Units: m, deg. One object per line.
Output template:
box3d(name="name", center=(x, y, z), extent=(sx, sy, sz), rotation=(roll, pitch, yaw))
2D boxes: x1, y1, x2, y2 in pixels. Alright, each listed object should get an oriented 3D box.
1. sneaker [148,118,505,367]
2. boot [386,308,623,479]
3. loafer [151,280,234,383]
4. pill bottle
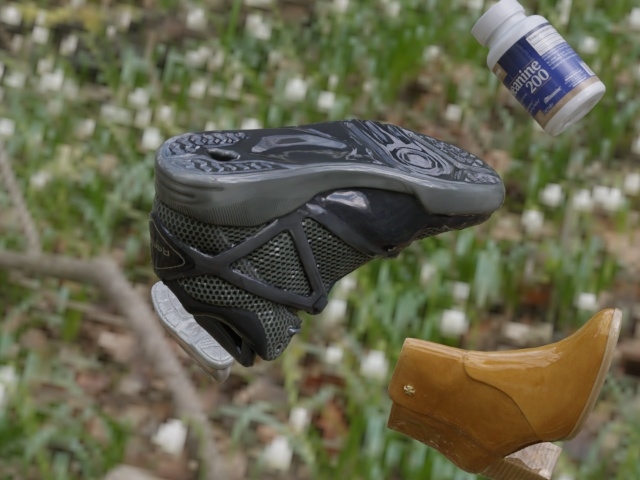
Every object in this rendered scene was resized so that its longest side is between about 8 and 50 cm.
box3d(name="sneaker", center=(0.000, 0.000, 1.155), extent=(0.227, 0.130, 0.087), rotation=(-7, 34, -31))
box3d(name="boot", center=(0.190, 0.149, 2.110), extent=(0.211, 0.104, 0.295), rotation=(25, -49, 4))
box3d(name="loafer", center=(-0.130, 0.092, 1.914), extent=(0.045, 0.039, 0.125), rotation=(-21, 52, -31))
box3d(name="pill bottle", center=(0.191, -0.157, 1.720), extent=(0.120, 0.067, 0.067), rotation=(50, -2, 12))
